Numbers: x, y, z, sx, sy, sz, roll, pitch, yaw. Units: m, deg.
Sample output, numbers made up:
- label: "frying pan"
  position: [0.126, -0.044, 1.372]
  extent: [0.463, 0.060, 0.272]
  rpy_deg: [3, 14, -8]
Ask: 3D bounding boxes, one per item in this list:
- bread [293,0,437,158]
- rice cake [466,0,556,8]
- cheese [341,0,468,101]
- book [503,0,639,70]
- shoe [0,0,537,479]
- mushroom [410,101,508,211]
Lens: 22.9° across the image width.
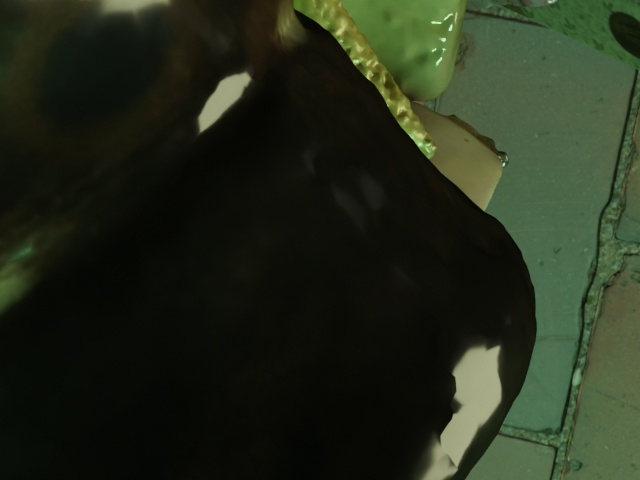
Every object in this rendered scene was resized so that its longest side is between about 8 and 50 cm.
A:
- label: "bread"
  position: [-0.054, -0.066, 0.848]
  extent: [0.160, 0.169, 0.140]
  rpy_deg: [-38, -167, -17]
- label: "rice cake"
  position: [0.069, -0.211, 1.142]
  extent: [0.051, 0.290, 0.081]
  rpy_deg: [-31, 117, -23]
- label: "cheese"
  position: [0.024, -0.208, 1.011]
  extent: [0.263, 0.159, 0.093]
  rpy_deg: [97, 2, -49]
- label: "book"
  position: [0.124, -0.233, 1.077]
  extent: [0.021, 0.310, 0.217]
  rpy_deg: [-43, 138, -16]
- label: "shoe"
  position: [-0.065, -0.003, 0.377]
  extent: [0.171, 0.237, 0.384]
  rpy_deg: [-69, 168, -49]
- label: "mushroom"
  position: [-0.009, -0.001, 1.068]
  extent: [0.236, 0.162, 0.173]
  rpy_deg: [-51, -178, 16]
